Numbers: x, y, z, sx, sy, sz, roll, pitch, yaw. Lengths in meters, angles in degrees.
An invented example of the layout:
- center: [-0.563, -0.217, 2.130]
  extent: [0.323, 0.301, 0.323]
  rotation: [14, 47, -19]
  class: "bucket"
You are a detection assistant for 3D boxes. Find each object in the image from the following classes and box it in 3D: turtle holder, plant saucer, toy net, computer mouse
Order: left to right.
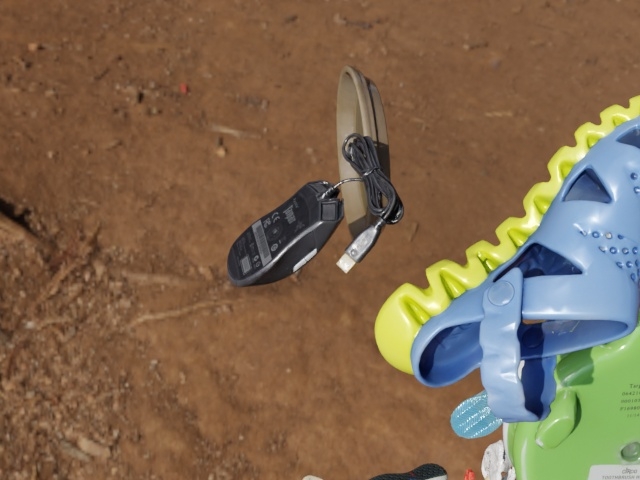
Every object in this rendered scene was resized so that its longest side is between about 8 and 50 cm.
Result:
- center: [0.000, 0.000, 1.120]
  extent: [0.060, 0.262, 0.184]
  rotation: [38, 15, -39]
  class: "computer mouse"
- center: [0.063, -0.126, 1.340]
  extent: [0.041, 0.278, 0.278]
  rotation: [-5, 40, -8]
  class: "plant saucer"
- center: [0.247, 0.361, 1.284]
  extent: [0.045, 0.232, 0.122]
  rotation: [6, 37, -4]
  class: "toy net"
- center: [0.300, 0.159, 0.967]
  extent: [0.243, 0.320, 0.227]
  rotation: [-27, 23, 9]
  class: "turtle holder"

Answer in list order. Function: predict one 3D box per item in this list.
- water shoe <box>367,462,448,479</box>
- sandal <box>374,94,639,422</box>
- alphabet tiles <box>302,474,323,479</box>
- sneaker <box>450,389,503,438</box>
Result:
- center: [0.168, 0.504, 1.749]
  extent: [0.203, 0.080, 0.073]
  rotation: [-6, 19, -28]
  class: "water shoe"
- center: [0.196, 0.024, 0.671]
  extent: [0.126, 0.317, 0.138]
  rotation: [35, 13, -44]
  class: "sandal"
- center: [0.007, 0.611, 1.717]
  extent: [0.284, 0.021, 0.278]
  rotation: [24, 64, -30]
  class: "alphabet tiles"
- center: [0.379, 0.343, 1.872]
  extent: [0.087, 0.229, 0.092]
  rotation: [58, 15, 18]
  class: "sneaker"
